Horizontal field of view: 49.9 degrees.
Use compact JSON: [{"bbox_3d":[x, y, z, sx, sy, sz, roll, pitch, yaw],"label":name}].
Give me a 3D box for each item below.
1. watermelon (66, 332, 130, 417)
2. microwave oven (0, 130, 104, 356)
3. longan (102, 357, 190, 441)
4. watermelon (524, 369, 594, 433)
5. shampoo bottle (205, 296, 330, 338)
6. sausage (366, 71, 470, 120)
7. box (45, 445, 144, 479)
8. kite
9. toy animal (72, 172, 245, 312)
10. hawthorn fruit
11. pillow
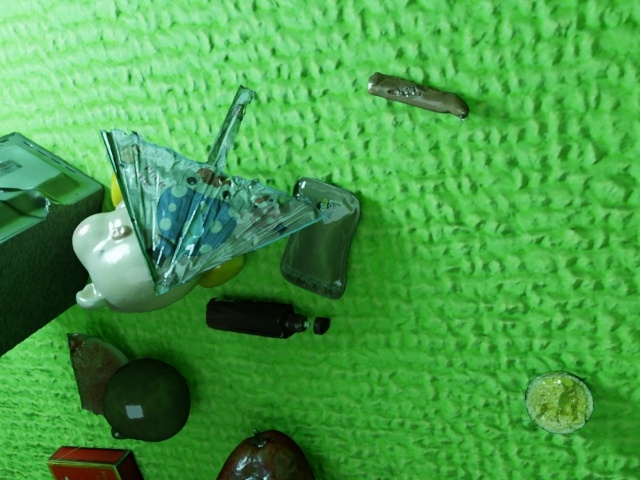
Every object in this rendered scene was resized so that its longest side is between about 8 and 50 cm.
[{"bbox_3d":[-0.498,0.291,1.531,0.146,0.128,0.231,6,109,55],"label":"watermelon"},{"bbox_3d":[-0.642,0.033,1.256,0.236,0.432,0.374,29,124,9],"label":"microwave oven"},{"bbox_3d":[-0.368,0.346,1.442,0.185,0.159,0.204,40,106,-10],"label":"longan"},{"bbox_3d":[0.383,0.252,1.104,0.105,0.062,0.106,5,105,18],"label":"watermelon"},{"bbox_3d":[-0.100,0.148,1.282,0.236,0.068,0.067,4,117,26],"label":"shampoo bottle"},{"bbox_3d":[0.143,-0.209,1.001,0.157,0.042,0.036,21,163,16],"label":"sausage"},{"bbox_3d":[-0.555,0.597,1.719,0.239,0.074,0.153,-6,115,27],"label":"box"},{"bbox_3d":[-0.183,-0.081,1.099,0.405,0.014,0.369,21,81,6],"label":"kite"},{"bbox_3d":[-0.334,0.010,1.210,0.345,0.247,0.278,-15,107,30],"label":"toy animal"},{"bbox_3d":[-0.107,0.488,1.371,0.224,0.224,0.261,9,105,21],"label":"hawthorn fruit"},{"bbox_3d":[0.000,0.000,1.177,0.130,0.033,0.218,22,122,15],"label":"pillow"}]
